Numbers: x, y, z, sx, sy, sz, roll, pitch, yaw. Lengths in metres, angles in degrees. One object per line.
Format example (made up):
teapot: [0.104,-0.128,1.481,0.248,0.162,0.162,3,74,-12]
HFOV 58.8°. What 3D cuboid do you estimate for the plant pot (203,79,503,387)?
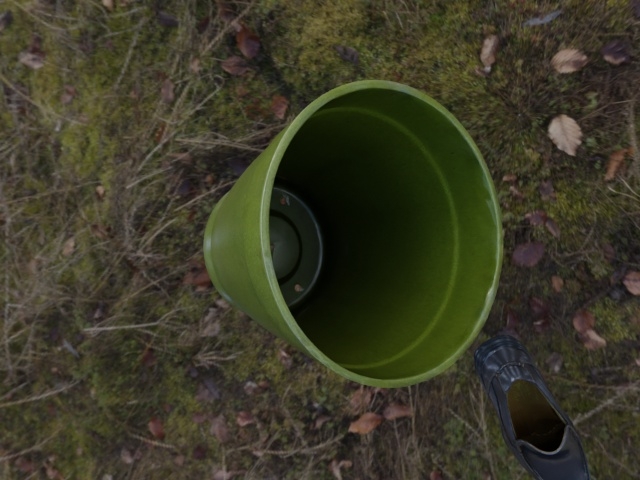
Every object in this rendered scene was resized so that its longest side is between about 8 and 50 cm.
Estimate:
plant pot: [0.000,0.000,0.824,0.353,0.366,0.366,-7,102,57]

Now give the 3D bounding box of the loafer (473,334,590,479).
loafer: [0.185,0.164,0.484,0.062,0.061,0.170,-33,102,11]
